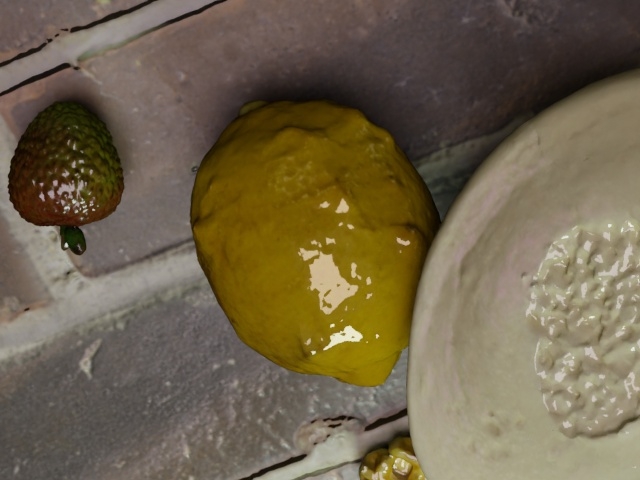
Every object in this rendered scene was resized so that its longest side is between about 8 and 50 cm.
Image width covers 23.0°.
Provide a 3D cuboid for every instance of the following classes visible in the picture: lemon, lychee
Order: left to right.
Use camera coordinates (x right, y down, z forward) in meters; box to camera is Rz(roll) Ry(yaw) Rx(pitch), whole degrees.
[{"bbox_3d":[-0.241,-0.059,1.501,0.114,0.114,0.146,-2,95,2],"label":"lychee"},{"bbox_3d":[0.000,0.000,1.450,0.233,0.233,0.288,-25,85,10],"label":"lemon"}]

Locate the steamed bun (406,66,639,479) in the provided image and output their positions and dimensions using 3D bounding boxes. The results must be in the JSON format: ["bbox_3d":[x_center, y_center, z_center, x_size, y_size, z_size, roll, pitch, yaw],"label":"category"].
[{"bbox_3d":[0.276,0.040,1.388,0.290,0.371,0.456,38,108,22],"label":"steamed bun"}]

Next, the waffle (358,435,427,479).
[{"bbox_3d":[0.165,0.288,1.648,0.245,0.052,0.254,-17,108,6],"label":"waffle"}]
